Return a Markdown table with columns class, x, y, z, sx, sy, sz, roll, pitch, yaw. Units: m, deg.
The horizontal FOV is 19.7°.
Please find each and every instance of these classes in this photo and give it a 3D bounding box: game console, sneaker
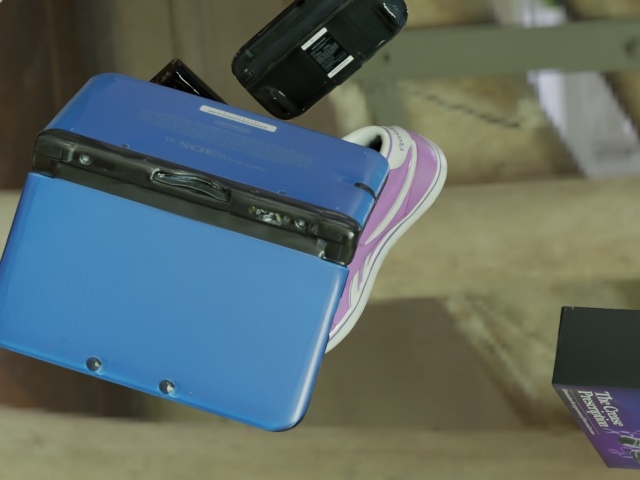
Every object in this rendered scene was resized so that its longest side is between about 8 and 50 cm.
| class | x | y | z | sx | sy | sz | roll | pitch | yaw |
| --- | --- | --- | --- | --- | --- | --- | --- | --- | --- |
| game console | -0.113 | 0.002 | 1.630 | 0.250 | 0.293 | 0.173 | -63 | 169 | -61 |
| game console | -0.051 | -0.161 | 2.057 | 0.213 | 0.361 | 0.044 | 42 | 19 | -26 |
| sneaker | -0.001 | -0.001 | 1.864 | 0.282 | 0.102 | 0.161 | -58 | 154 | 10 |

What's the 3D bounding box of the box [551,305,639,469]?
| class | x | y | z | sx | sy | sz | roll | pitch | yaw |
| --- | --- | --- | --- | --- | --- | --- | --- | --- | --- |
| box | 0.381 | 0.171 | 2.045 | 0.261 | 0.184 | 0.103 | 50 | 44 | -55 |
